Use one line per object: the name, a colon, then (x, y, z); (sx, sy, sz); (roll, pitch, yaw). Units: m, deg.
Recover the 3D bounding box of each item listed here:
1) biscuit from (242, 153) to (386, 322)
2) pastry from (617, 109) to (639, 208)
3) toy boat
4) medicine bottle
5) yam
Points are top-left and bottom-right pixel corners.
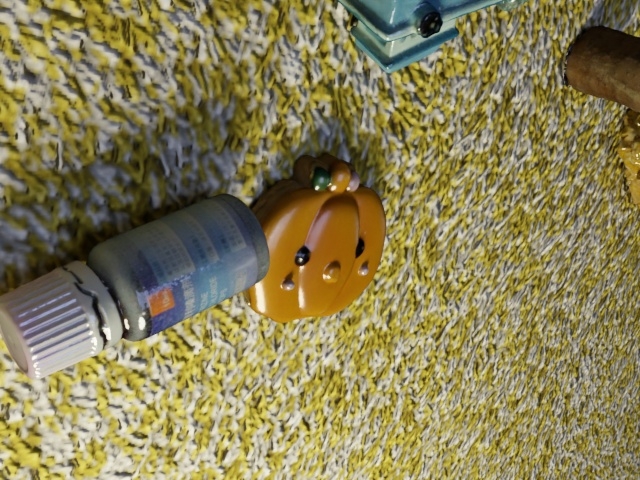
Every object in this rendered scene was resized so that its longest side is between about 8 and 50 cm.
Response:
biscuit: (0.003, 0.002, 0.807); (0.170, 0.050, 0.170); (-23, 127, -34)
pastry: (0.478, -0.106, 1.155); (0.154, 0.102, 0.250); (-50, 136, -5)
toy boat: (0.122, -0.223, 0.761); (0.238, 0.109, 0.098); (-29, 151, -24)
medicine bottle: (-0.141, 0.033, 0.667); (0.203, 0.083, 0.083); (-24, 128, -30)
yam: (0.341, -0.186, 0.964); (0.084, 0.127, 0.084); (-23, 130, -30)
